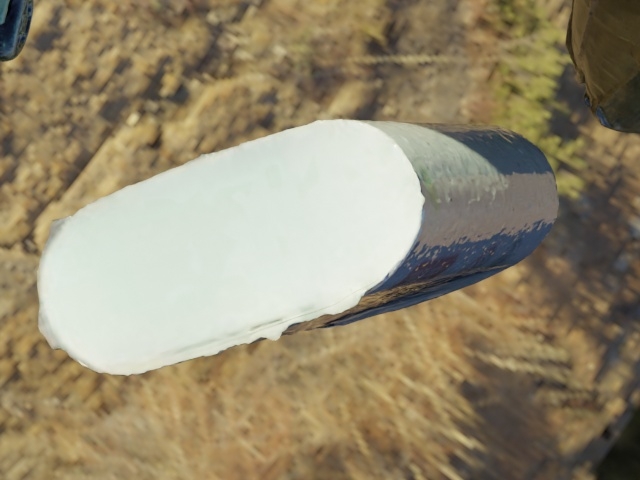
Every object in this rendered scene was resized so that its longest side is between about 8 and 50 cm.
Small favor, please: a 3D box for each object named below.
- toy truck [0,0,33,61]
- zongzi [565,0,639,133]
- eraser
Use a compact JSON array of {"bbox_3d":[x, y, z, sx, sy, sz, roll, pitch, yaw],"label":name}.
[{"bbox_3d":[-0.287,-0.280,1.354,0.156,0.155,0.279,103,0,-60],"label":"toy truck"},{"bbox_3d":[0.247,-0.112,0.922,0.145,0.300,0.274,-13,140,-16],"label":"zongzi"},{"bbox_3d":[0.000,0.000,0.765,0.227,0.174,0.081,-9,82,-69],"label":"eraser"}]
